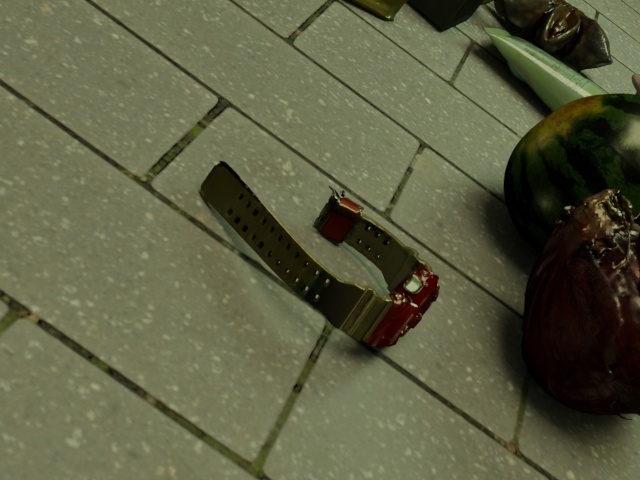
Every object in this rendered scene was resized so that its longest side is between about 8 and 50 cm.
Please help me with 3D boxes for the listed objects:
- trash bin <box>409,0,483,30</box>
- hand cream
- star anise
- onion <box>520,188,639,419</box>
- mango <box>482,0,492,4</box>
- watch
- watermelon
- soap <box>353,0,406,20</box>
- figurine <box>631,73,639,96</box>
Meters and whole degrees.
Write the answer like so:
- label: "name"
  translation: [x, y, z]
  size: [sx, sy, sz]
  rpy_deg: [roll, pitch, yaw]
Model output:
- label: "trash bin"
  translation: [0.201, -0.523, 1.597]
  size: [0.240, 0.122, 0.164]
  rpy_deg: [45, 37, 5]
- label: "hand cream"
  translation: [0.433, -0.295, 1.574]
  size: [0.306, 0.093, 0.147]
  rpy_deg: [47, 29, 13]
- label: "star anise"
  translation: [0.487, -0.425, 1.722]
  size: [0.315, 0.108, 0.315]
  rpy_deg: [31, 22, -14]
- label: "onion"
  translation: [0.374, 0.094, 1.028]
  size: [0.281, 0.221, 0.281]
  rpy_deg: [9, 75, -35]
- label: "mango"
  translation: [0.296, -0.524, 1.711]
  size: [0.091, 0.074, 0.165]
  rpy_deg: [42, 7, -44]
- label: "watch"
  translation: [0.008, 0.004, 0.941]
  size: [0.268, 0.102, 0.165]
  rpy_deg: [44, 30, 22]
- label: "watermelon"
  translation: [0.389, -0.080, 1.182]
  size: [0.269, 0.269, 0.269]
  rpy_deg: [22, 41, -20]
- label: "soap"
  translation: [0.047, -0.477, 1.458]
  size: [0.233, 0.076, 0.135]
  rpy_deg: [19, 41, -25]
- label: "figurine"
  translation: [0.699, -0.200, 1.678]
  size: [0.176, 0.186, 0.287]
  rpy_deg: [-17, 80, -4]
